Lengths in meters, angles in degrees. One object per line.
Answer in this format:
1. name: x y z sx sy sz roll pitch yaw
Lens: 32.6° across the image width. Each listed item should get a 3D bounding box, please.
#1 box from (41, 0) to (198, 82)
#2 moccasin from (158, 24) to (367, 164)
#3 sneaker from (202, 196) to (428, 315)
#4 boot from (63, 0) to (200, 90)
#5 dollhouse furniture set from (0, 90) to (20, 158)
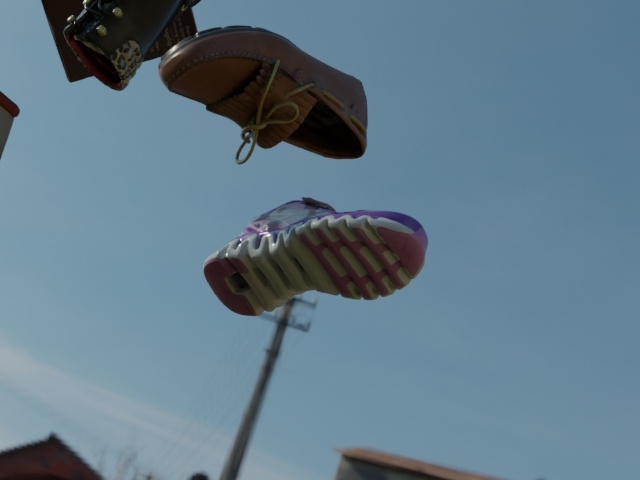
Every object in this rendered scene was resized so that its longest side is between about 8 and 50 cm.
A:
1. box: -0.301 -0.357 1.583 0.203 0.167 0.168 -17 -56 -10
2. moccasin: -0.066 -0.185 1.493 0.139 0.147 0.380 -26 -24 26
3. sneaker: 0.000 0.000 1.044 0.236 0.104 0.095 -10 -58 35
4. boot: -0.187 -0.273 1.085 0.085 0.179 0.236 27 -20 19
5. dollhouse furniture set: -0.427 -0.150 0.879 0.374 0.152 0.201 0 -29 34
